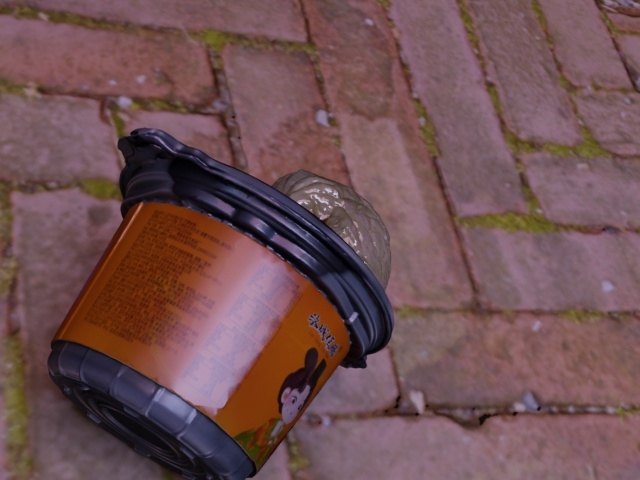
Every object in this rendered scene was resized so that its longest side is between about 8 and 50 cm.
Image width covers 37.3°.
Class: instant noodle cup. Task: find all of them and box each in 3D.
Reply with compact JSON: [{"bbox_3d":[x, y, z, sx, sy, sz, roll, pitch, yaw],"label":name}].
[{"bbox_3d":[-0.065,0.055,0.519,0.208,0.177,0.125,43,63,-21],"label":"instant noodle cup"}]

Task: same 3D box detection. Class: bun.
[{"bbox_3d":[0.000,0.000,0.634,0.115,0.069,0.115,11,53,-15],"label":"bun"}]
